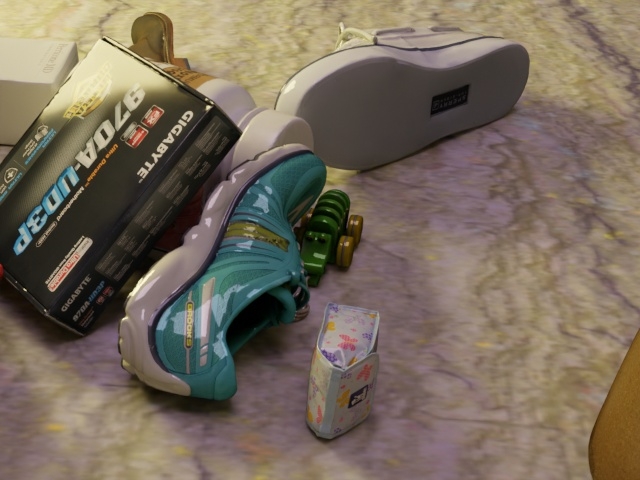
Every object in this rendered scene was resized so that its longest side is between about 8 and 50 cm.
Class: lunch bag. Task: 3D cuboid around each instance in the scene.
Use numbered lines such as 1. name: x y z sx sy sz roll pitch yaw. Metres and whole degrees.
1. lunch bag: 0.017 0.099 0.846 0.053 0.071 0.083 12 30 6

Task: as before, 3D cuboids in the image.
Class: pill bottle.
1. pill bottle: -0.130 -0.098 1.092 0.229 0.131 0.131 19 35 23

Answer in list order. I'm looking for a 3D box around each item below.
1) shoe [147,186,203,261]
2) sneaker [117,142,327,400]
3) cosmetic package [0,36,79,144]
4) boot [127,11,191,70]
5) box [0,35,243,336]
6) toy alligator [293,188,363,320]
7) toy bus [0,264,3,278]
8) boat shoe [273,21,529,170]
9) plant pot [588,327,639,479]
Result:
1. shoe: -0.182 -0.039 1.038 0.178 0.081 0.063 17 34 21
2. sneaker: -0.057 0.027 0.933 0.110 0.107 0.275 20 49 15
3. cosmetic package: -0.385 -0.167 1.223 0.231 0.085 0.117 2 32 0
4. boot: -0.219 -0.208 1.308 0.106 0.082 0.219 -5 35 -19
5. box: -0.195 -0.052 0.968 0.175 0.051 0.220 35 85 39
6. toy alligator: 0.000 0.000 1.022 0.056 0.051 0.189 10 32 11
7. toy bus: -0.352 -0.016 0.914 0.211 0.220 0.149 35 73 0
8. boat shoe: 0.063 -0.184 1.250 0.367 0.135 0.156 -21 40 -39
9. plant pot: 0.320 0.068 0.756 0.237 0.254 0.237 2 31 -1
